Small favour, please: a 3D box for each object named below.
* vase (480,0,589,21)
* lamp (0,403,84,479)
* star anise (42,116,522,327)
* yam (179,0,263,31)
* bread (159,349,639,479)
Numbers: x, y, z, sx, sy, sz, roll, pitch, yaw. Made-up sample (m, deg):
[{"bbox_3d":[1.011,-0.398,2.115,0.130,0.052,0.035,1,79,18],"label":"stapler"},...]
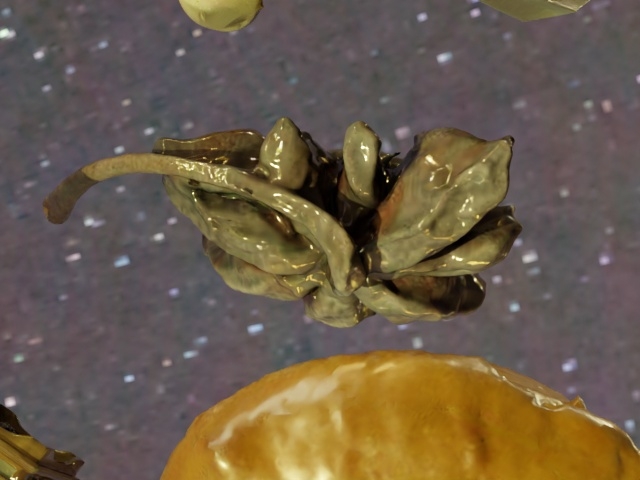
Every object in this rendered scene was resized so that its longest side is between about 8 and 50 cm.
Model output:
[{"bbox_3d":[0.143,-0.269,1.572,0.360,0.165,0.165,-14,-91,-64],"label":"vase"},{"bbox_3d":[-0.293,0.260,1.246,0.325,0.090,0.089,-56,-17,-5],"label":"lamp"},{"bbox_3d":[0.000,0.000,1.414,0.316,0.359,0.139,36,-129,-32],"label":"star anise"},{"bbox_3d":[-0.089,-0.302,1.561,0.081,0.081,0.356,39,-150,-33],"label":"yam"},{"bbox_3d":[0.048,0.163,0.802,0.146,0.268,0.268,-52,-56,-81],"label":"bread"}]
